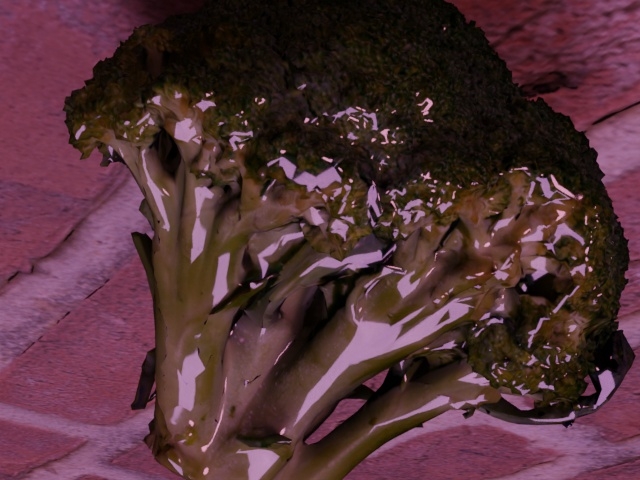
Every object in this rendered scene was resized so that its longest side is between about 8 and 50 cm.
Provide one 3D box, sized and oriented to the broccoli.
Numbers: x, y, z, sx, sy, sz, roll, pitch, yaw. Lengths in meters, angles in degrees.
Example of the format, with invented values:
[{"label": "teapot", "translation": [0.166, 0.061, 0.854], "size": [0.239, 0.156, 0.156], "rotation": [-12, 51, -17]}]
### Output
[{"label": "broccoli", "translation": [0.000, 0.000, 0.658], "size": [0.321, 0.283, 0.304], "rotation": [29, 178, -20]}]
